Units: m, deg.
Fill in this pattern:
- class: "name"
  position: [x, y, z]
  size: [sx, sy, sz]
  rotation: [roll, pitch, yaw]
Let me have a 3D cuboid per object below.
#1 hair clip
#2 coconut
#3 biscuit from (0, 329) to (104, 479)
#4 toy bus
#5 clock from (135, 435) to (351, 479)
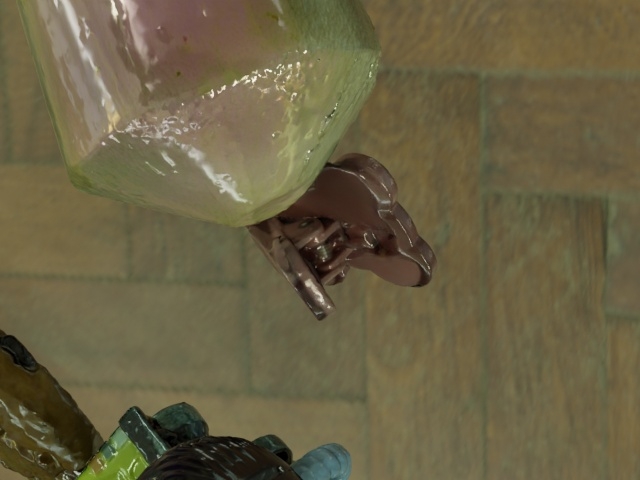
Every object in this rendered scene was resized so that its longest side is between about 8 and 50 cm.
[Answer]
- class: "hair clip"
  position: [0.009, -0.007, 1.398]
  size: [0.102, 0.138, 0.123]
  rotation: [-35, 112, -4]
- class: "coconut"
  position: [-0.079, -0.129, 1.293]
  size: [0.233, 0.233, 0.245]
  rotation: [-21, 85, 18]
- class: "biscuit"
  position: [-0.286, 0.117, 1.594]
  size: [0.075, 0.296, 0.296]
  rotation: [-43, 97, -15]
- class: "toy bus"
  position: [-0.074, 0.230, 1.462]
  size: [0.150, 0.262, 0.128]
  rotation: [-49, 56, 9]
- class: "clock"
  position: [-0.061, 0.182, 1.011]
  size: [0.100, 0.194, 0.195]
  rotation: [41, 120, 14]
